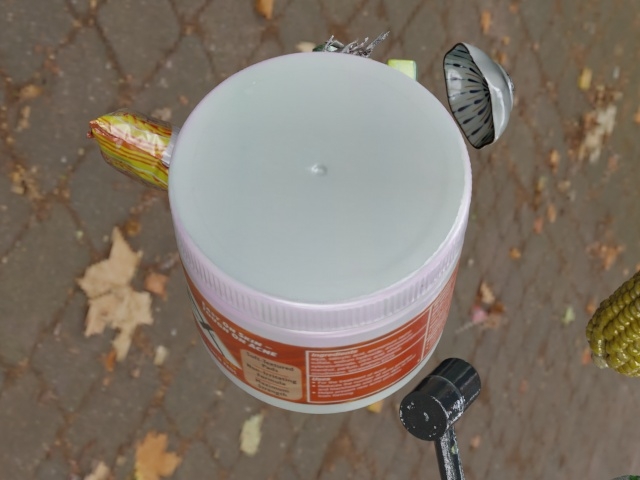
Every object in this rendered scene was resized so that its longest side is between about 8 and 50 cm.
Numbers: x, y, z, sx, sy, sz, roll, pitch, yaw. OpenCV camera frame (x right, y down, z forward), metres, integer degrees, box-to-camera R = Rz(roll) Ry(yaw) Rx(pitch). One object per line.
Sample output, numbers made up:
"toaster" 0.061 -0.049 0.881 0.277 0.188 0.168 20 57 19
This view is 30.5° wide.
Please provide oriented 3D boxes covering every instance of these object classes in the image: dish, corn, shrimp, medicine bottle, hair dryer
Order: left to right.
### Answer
"medicine bottle" 0.000 0.000 1.048 0.252 0.252 0.241 -61 166 -26
"shrimp" 0.017 -0.231 1.539 0.165 0.065 0.056 -34 167 2
"hair dryer" 0.176 0.277 1.570 0.124 0.071 0.219 -29 111 -54
"dish" 0.277 -0.250 1.983 0.066 0.191 0.191 -18 126 -13
"corn" 0.460 0.072 1.483 0.130 0.130 0.347 -46 178 -43

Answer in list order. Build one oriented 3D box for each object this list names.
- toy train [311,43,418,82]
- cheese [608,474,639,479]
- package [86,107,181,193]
"toy train" 0.074 -0.150 2.177 0.179 0.272 0.442 113 -21 -78
"cheese" 0.350 0.390 1.521 0.083 0.320 0.204 37 71 -29
"package" -0.257 -0.137 1.806 0.223 0.288 0.108 26 88 -16
